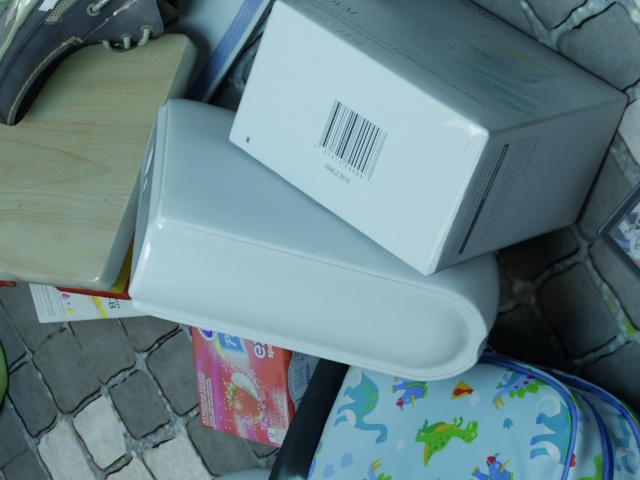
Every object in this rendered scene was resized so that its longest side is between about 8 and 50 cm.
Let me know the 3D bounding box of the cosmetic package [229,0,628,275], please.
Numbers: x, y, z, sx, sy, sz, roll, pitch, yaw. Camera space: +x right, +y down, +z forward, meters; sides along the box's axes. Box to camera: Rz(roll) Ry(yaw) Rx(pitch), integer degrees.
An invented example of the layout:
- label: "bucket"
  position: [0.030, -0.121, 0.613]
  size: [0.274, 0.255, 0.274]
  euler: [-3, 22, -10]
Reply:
- label: "cosmetic package"
  position: [0.091, -0.103, 1.565]
  size: [0.224, 0.225, 0.138]
  euler: [35, 119, 26]

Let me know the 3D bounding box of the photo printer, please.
- label: "photo printer"
  position: [0.000, 0.000, 1.581]
  size: [0.307, 0.256, 0.107]
  euler: [15, 117, -9]

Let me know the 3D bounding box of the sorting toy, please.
- label: "sorting toy"
  position: [-0.245, -0.067, 1.810]
  size: [0.257, 0.089, 0.255]
  euler: [5, 67, 33]

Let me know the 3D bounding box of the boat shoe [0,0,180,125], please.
- label: "boat shoe"
  position: [-0.188, -0.228, 1.710]
  size: [0.130, 0.132, 0.355]
  euler: [36, 116, -6]

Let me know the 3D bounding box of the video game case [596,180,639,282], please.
- label: "video game case"
  position: [0.380, 0.012, 1.489]
  size: [0.275, 0.035, 0.248]
  euler: [49, 131, 16]

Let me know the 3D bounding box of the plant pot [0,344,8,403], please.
- label: "plant pot"
  position: [-0.510, 0.172, 2.177]
  size: [0.276, 0.254, 0.276]
  euler: [17, 116, 37]

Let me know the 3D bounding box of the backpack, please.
- label: "backpack"
  position: [0.132, 0.219, 1.632]
  size: [0.355, 0.290, 0.273]
  euler: [16, 161, 23]

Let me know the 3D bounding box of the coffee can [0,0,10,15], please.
- label: "coffee can"
  position: [-0.397, -0.155, 1.992]
  size: [0.201, 0.201, 0.275]
  euler: [14, 115, 37]

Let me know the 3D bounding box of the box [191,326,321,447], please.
- label: "box"
  position: [-0.043, 0.053, 1.810]
  size: [0.123, 0.128, 0.257]
  euler: [9, 112, 38]

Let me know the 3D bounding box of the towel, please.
- label: "towel"
  position: [-0.185, -0.264, 1.804]
  size: [0.285, 0.034, 0.209]
  euler: [33, 126, -3]

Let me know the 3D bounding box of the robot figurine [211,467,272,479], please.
- label: "robot figurine"
  position: [-0.057, 0.368, 1.906]
  size: [0.173, 0.209, 0.278]
  euler: [-142, 44, -68]

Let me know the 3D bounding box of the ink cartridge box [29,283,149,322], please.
- label: "ink cartridge box"
  position: [-0.202, 0.005, 1.931]
  size: [0.176, 0.127, 0.128]
  euler: [-6, 101, 41]
